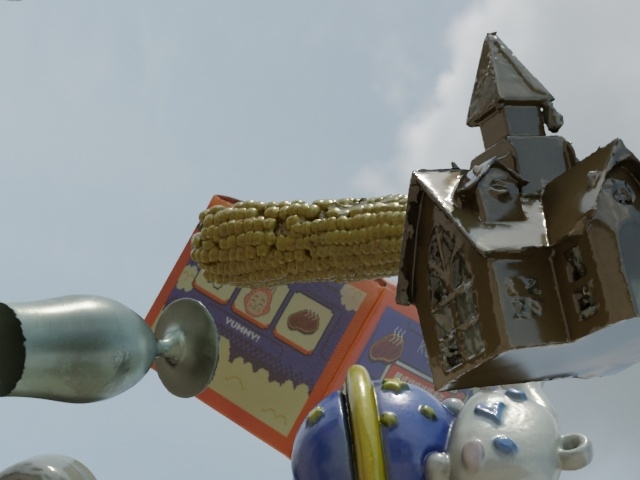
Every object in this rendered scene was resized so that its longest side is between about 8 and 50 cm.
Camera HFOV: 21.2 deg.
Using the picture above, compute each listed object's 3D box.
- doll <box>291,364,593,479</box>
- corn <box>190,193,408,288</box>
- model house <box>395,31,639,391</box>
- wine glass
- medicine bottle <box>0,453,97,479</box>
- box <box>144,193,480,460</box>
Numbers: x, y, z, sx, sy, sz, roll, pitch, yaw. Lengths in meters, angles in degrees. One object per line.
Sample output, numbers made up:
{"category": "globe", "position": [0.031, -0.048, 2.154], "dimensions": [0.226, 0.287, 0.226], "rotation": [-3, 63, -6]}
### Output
{"category": "doll", "position": [0.101, 0.213, 1.437], "dimensions": [0.311, 0.242, 0.159], "rotation": [-106, -160, -65]}
{"category": "corn", "position": [0.000, 0.000, 1.699], "dimensions": [0.320, 0.097, 0.097], "rotation": [-3, -62, 32]}
{"category": "model house", "position": [0.154, -0.039, 1.181], "dimensions": [0.176, 0.181, 0.248], "rotation": [-38, -120, 56]}
{"category": "wine glass", "position": [-0.186, 0.089, 1.414], "dimensions": [0.093, 0.202, 0.093], "rotation": [-3, -95, 43]}
{"category": "medicine bottle", "position": [-0.269, 0.422, 1.753], "dimensions": [0.282, 0.123, 0.375], "rotation": [-34, -100, 13]}
{"category": "box", "position": [0.004, 0.143, 2.230], "dimensions": [0.318, 0.257, 0.348], "rotation": [27, -3, 38]}
